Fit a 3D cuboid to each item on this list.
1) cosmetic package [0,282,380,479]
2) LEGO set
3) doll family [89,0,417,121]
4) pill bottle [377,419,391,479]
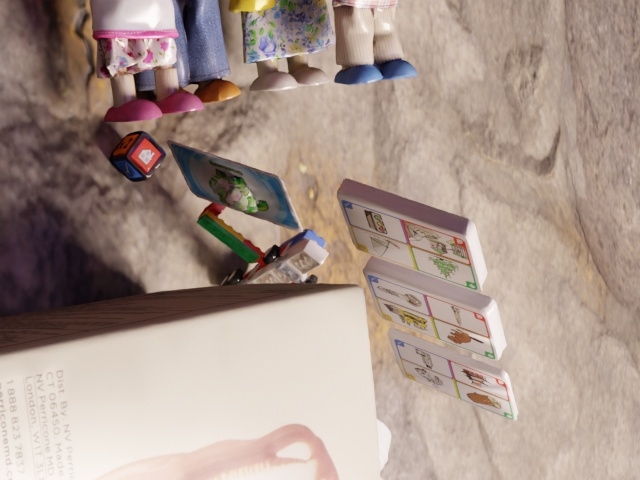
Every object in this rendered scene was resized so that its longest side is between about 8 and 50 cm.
[{"bbox_3d":[-0.112,0.099,0.748,0.296,0.153,0.129,-9,94,-54],"label":"cosmetic package"},{"bbox_3d":[0.000,0.000,0.875,0.060,0.244,0.182,-57,148,-25],"label":"LEGO set"},{"bbox_3d":[-0.063,-0.166,0.923,0.263,0.118,0.163,-14,103,-38],"label":"doll family"},{"bbox_3d":[-0.005,0.184,0.944,0.087,0.087,0.160,45,50,-42],"label":"pill bottle"}]
